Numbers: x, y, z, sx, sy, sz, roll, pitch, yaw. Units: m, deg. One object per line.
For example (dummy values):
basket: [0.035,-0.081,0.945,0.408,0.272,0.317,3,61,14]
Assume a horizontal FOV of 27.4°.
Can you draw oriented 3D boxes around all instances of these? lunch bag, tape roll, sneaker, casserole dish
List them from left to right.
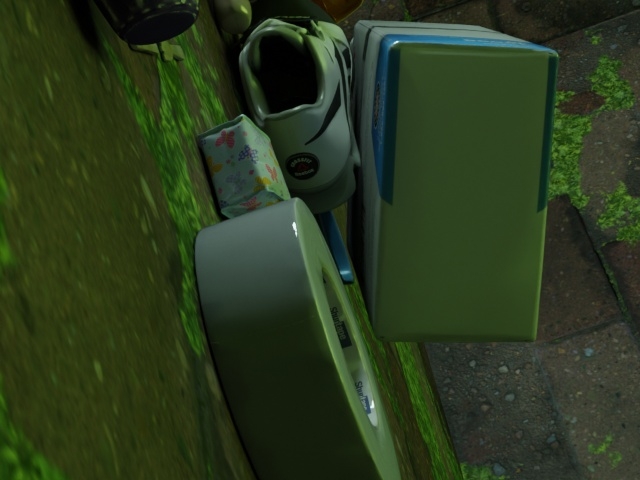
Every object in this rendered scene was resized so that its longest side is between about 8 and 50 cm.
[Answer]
lunch bag: [-0.054,-0.046,1.014,0.083,0.053,0.071,33,35,-65]
sneaker: [-0.029,-0.191,1.379,0.330,0.122,0.146,-104,174,-45]
tape roll: [-0.012,0.083,0.884,0.219,0.072,0.219,-19,90,-85]
casserole dish: [0.000,0.000,1.465,0.188,0.037,0.114,21,50,-84]

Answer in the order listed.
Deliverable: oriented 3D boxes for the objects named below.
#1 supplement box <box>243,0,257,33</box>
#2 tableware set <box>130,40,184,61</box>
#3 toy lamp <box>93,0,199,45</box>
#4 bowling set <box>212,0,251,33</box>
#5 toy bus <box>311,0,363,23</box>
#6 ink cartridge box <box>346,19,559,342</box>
supplement box: [-0.046,-0.253,1.633,0.104,0.081,0.188,-95,165,-67]
tableware set: [-0.119,-0.197,0.941,0.194,0.039,0.128,-57,128,-83]
toy lamp: [-0.135,-0.248,0.775,0.080,0.080,0.274,46,25,-77]
bowling set: [-0.063,-0.366,1.313,0.287,0.200,0.154,71,3,-49]
toy bus: [-0.060,-0.399,1.765,0.220,0.149,0.211,65,-6,-26]
ink cartridge box: [0.123,-0.082,1.400,0.395,0.166,0.285,-105,-163,-77]
